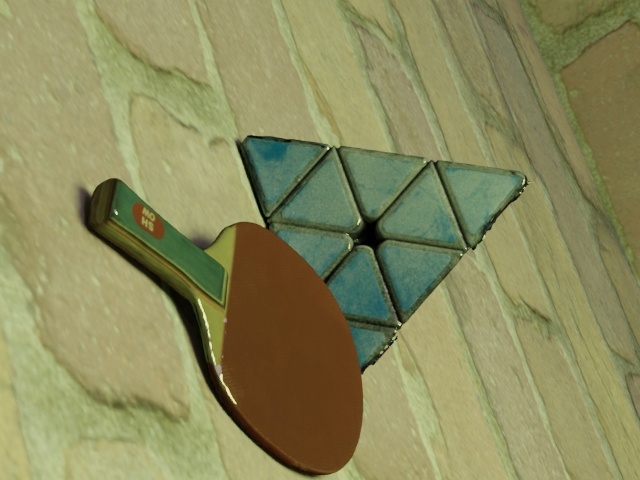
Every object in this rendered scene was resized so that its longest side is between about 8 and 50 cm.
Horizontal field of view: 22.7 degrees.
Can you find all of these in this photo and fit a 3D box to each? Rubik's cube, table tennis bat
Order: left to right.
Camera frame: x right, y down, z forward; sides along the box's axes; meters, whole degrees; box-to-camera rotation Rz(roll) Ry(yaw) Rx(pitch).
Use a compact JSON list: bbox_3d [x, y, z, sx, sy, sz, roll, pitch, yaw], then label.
[{"bbox_3d":[-0.049,0.046,0.997,0.274,0.021,0.154,43,39,-41],"label":"table tennis bat"},{"bbox_3d":[0.000,0.000,1.154,0.178,0.211,0.190,39,47,-4],"label":"Rubik's cube"}]
